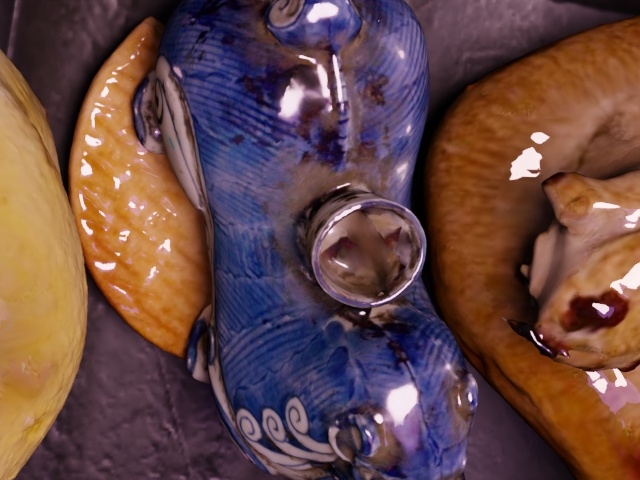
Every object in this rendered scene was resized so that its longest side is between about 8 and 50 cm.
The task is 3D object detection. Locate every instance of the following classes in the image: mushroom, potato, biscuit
[{"bbox_3d":[0.225,0.023,0.975,0.345,0.259,0.345,1,87,-14],"label":"mushroom"},{"bbox_3d":[-0.211,0.032,0.860,0.242,0.242,0.285,37,85,-22],"label":"potato"},{"bbox_3d":[-0.055,-0.005,0.998,0.224,0.033,0.144,40,86,-24],"label":"biscuit"}]

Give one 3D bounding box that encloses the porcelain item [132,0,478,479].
[{"bbox_3d":[0.000,0.000,0.903,0.138,0.186,0.288,-11,105,-18],"label":"porcelain item"}]
